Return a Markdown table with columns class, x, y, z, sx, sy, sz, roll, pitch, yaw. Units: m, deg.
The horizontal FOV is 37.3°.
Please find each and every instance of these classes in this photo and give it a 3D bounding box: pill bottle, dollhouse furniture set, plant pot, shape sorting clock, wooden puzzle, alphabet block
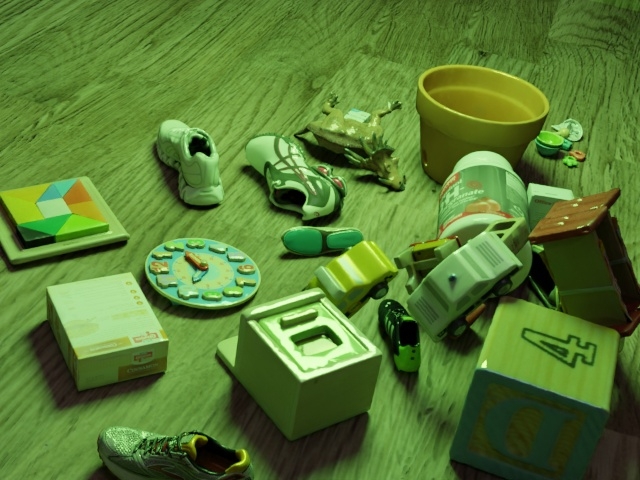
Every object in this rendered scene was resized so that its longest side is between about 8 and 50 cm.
| class | x | y | z | sx | sy | sz | roll | pitch | yaw |
| --- | --- | --- | --- | --- | --- | --- | --- | --- | --- |
| pill bottle | 0.316 | -0.045 | 1.839 | 0.177 | 0.176 | 0.318 | 11 | 33 | 2 |
| dollhouse furniture set | 0.340 | 0.059 | 1.596 | 0.374 | 0.201 | 0.152 | -11 | 18 | 39 |
| plant pot | 0.343 | -0.240 | 2.115 | 0.291 | 0.203 | 0.290 | 7 | 33 | -4 |
| shape sorting clock | -0.208 | 0.054 | 1.683 | 0.206 | 0.040 | 0.206 | 6 | 34 | -4 |
| wooden puzzle | -0.500 | -0.049 | 1.761 | 0.221 | 0.044 | 0.239 | -14 | 40 | -31 |
| alphabet block | 0.322 | 0.231 | 1.417 | 0.194 | 0.192 | 0.197 | 19 | 34 | 11 |

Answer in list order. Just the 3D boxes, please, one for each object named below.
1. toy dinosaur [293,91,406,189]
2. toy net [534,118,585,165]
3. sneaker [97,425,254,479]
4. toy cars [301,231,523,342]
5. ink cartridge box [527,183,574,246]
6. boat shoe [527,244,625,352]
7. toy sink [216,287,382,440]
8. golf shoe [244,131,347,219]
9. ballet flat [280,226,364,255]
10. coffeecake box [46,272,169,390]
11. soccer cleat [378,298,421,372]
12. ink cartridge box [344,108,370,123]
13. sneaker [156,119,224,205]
| class | x | y | z | sx | sy | sz | roll | pitch | yaw |
| --- | --- | --- | --- | --- | --- | --- | --- | --- | --- |
| toy dinosaur | 0.063 | -0.226 | 2.105 | 0.296 | 0.127 | 0.200 | 12 | 40 | 14 |
| toy net | 0.613 | -0.256 | 2.348 | 0.122 | 0.045 | 0.232 | 23 | 35 | 19 |
| sneaker | -0.193 | 0.289 | 1.285 | 0.225 | 0.092 | 0.088 | 13 | 33 | 7 |
| toy cars | 0.121 | 0.072 | 1.517 | 0.394 | 0.087 | 0.176 | -4 | 71 | 27 |
| ink cartridge box | 0.455 | -0.048 | 1.926 | 0.089 | 0.122 | 0.052 | 10 | 34 | 0 |
| boat shoe | 0.454 | 0.101 | 1.722 | 0.091 | 0.109 | 0.305 | -3 | 32 | -11 |
| toy sink | -0.040 | 0.169 | 1.470 | 0.153 | 0.131 | 0.234 | -14 | 39 | -32 |
| golf shoe | -0.073 | -0.135 | 1.949 | 0.273 | 0.105 | 0.120 | 32 | 46 | 31 |
| ballet flat | 0.000 | 0.000 | 1.819 | 0.168 | 0.057 | 0.052 | 2 | 6 | -18 |
| coffeecake box | -0.339 | 0.139 | 1.496 | 0.142 | 0.068 | 0.185 | -10 | 38 | -27 |
| soccer cleat | 0.139 | 0.147 | 1.600 | 0.060 | 0.072 | 0.179 | 2 | 34 | -12 |
| ink cartridge box | 0.081 | -0.284 | 2.272 | 0.048 | 0.028 | 0.083 | 20 | 35 | 16 |
| sneaker | -0.267 | -0.190 | 1.968 | 0.110 | 0.118 | 0.292 | -9 | 36 | -23 |
